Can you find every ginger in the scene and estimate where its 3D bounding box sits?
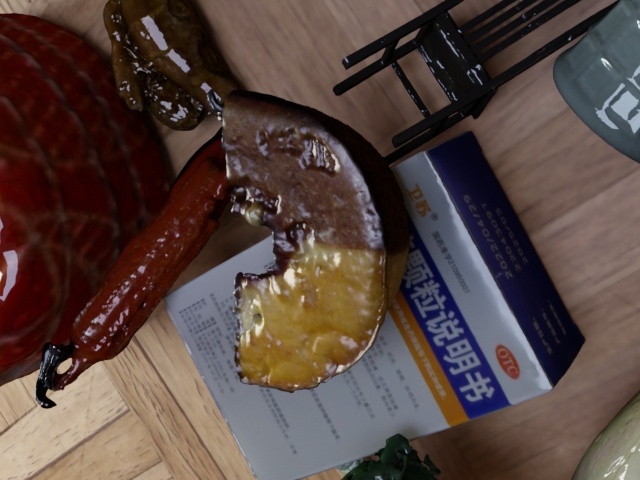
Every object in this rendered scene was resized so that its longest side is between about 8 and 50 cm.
[{"bbox_3d":[-0.146,-0.163,0.807,0.103,0.073,0.162,-32,88,34],"label":"ginger"}]

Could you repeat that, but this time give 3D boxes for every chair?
[{"bbox_3d":[0.121,-0.146,0.668,0.212,0.101,0.084,-32,88,-4],"label":"chair"}]

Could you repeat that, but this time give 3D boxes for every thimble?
[{"bbox_3d":[-0.335,-0.036,0.864,0.350,0.230,0.350,9,108,29],"label":"thimble"}]

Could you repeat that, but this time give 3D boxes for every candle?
[{"bbox_3d":[-0.150,0.020,0.779,0.059,0.084,0.301,39,84,-8],"label":"candle"}]

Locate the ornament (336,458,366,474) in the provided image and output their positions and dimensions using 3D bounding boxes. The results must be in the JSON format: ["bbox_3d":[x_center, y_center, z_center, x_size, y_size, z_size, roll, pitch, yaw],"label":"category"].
[{"bbox_3d":[0.044,0.227,0.835,0.068,0.041,0.092,-26,90,30],"label":"ornament"}]

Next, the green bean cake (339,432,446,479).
[{"bbox_3d":[0.104,0.270,0.666,0.208,0.107,0.193,31,138,39],"label":"green bean cake"}]

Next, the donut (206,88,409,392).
[{"bbox_3d":[-0.001,0.002,0.644,0.141,0.085,0.217,11,109,27],"label":"donut"}]

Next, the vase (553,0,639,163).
[{"bbox_3d":[0.275,-0.182,0.531,0.143,0.143,0.299,45,125,11],"label":"vase"}]

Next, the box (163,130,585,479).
[{"bbox_3d":[0.035,0.066,0.755,0.299,0.106,0.200,-28,90,31],"label":"box"}]

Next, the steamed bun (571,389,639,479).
[{"bbox_3d":[0.273,0.217,0.633,0.200,0.155,0.250,25,114,20],"label":"steamed bun"}]
